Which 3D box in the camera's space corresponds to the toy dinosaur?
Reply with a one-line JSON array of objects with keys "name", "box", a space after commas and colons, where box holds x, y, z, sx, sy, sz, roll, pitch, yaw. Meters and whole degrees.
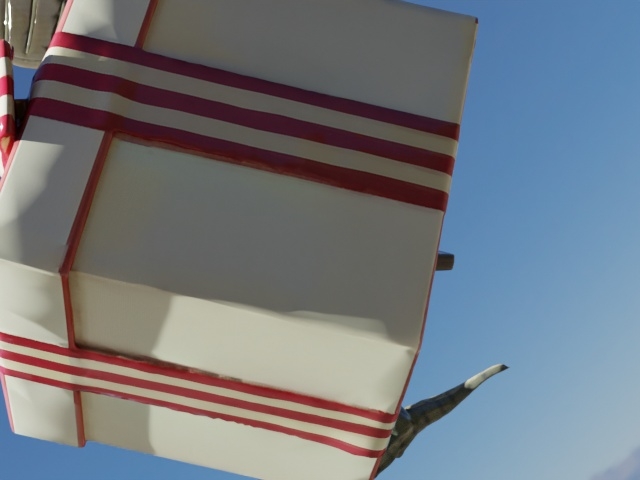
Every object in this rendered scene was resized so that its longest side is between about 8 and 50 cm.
[{"name": "toy dinosaur", "box": [0.055, 0.175, 1.439, 0.268, 0.118, 0.064, -32, -47, -32]}]

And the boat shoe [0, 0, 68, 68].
[{"name": "boat shoe", "box": [-0.355, -0.257, 1.679, 0.104, 0.307, 0.110, 5, -82, -67]}]

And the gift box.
[{"name": "gift box", "box": [-0.063, -0.021, 0.864, 0.255, 0.258, 0.276, 102, 179, -54]}]

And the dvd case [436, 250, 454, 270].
[{"name": "dvd case", "box": [0.000, 0.000, 1.643, 0.180, 0.253, 0.022, -1, -79, -47]}]
